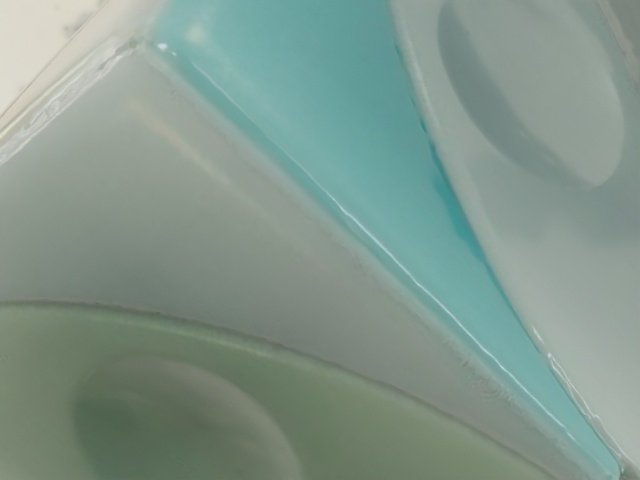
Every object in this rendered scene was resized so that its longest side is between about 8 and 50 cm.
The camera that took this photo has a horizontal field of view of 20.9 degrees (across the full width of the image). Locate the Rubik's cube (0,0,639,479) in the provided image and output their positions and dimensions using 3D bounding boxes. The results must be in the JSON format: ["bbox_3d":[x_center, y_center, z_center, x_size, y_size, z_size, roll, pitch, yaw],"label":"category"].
[{"bbox_3d":[0.000,0.000,0.951,0.351,0.352,0.347,45,-47,-9],"label":"Rubik's cube"}]
